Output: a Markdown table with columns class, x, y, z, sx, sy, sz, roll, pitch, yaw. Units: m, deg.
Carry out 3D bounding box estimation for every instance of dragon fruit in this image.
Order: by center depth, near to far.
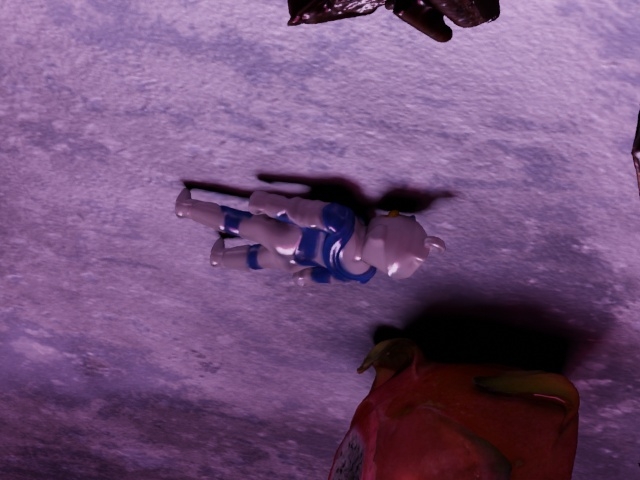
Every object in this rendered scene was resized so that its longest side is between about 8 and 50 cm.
| class | x | y | z | sx | sy | sz | roll | pitch | yaw |
| --- | --- | --- | --- | --- | --- | --- | --- | --- | --- |
| dragon fruit | 0.095 | 0.232 | 1.630 | 0.189 | 0.291 | 0.291 | 18 | 150 | -5 |

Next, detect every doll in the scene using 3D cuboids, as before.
| class | x | y | z | sx | sy | sz | roll | pitch | yaw |
| --- | --- | --- | --- | --- | --- | --- | --- | --- | --- |
| doll | 0.000 | 0.000 | 1.492 | 0.227 | 0.057 | 0.114 | 7 | 145 | 28 |

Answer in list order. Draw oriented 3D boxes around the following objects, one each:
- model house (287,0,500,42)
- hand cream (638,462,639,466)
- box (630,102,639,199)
| class | x | y | z | sx | sy | sz | roll | pitch | yaw |
| --- | --- | --- | --- | --- | --- | --- | --- | --- | --- |
| model house | 0.001 | -0.183 | 1.094 | 0.164 | 0.141 | 0.203 | -14 | 144 | 22 |
| hand cream | 0.352 | 0.249 | 1.808 | 0.036 | 0.023 | 0.122 | 2 | 149 | 41 |
| box | 0.371 | 0.008 | 1.297 | 0.264 | 0.116 | 0.415 | 4 | 150 | 17 |
